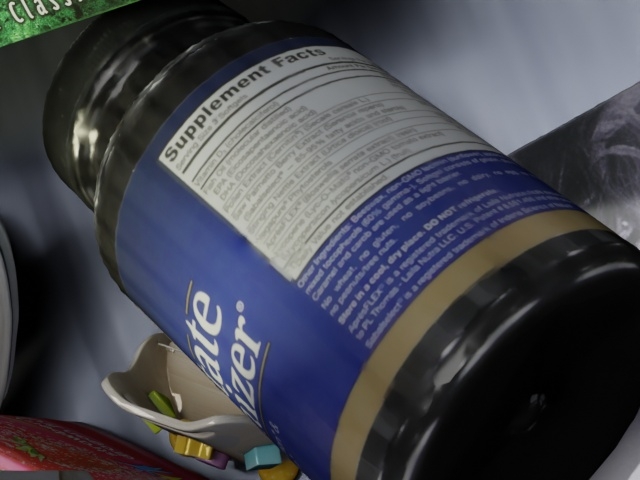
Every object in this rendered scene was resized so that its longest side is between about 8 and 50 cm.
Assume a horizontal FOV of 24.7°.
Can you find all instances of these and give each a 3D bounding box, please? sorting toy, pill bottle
[{"bbox_3d":[-0.044,0.063,0.543,0.083,0.075,0.045,15,86,23],"label":"sorting toy"},{"bbox_3d":[0.000,0.000,0.503,0.219,0.123,0.123,40,96,36],"label":"pill bottle"}]

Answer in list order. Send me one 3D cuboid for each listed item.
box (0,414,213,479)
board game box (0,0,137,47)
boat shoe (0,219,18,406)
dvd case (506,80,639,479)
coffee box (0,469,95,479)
[{"bbox_3d":[-0.035,0.156,0.495,0.257,0.128,0.122,20,88,24],"label":"box"},{"bbox_3d":[-0.103,-0.117,0.578,0.259,0.136,0.030,-15,116,18],"label":"board game box"},{"bbox_3d":[-0.167,0.090,0.565,0.076,0.083,0.226,-132,57,-63],"label":"boat shoe"},{"bbox_3d":[0.153,0.042,0.501,0.164,0.018,0.221,-29,71,14],"label":"dvd case"},{"bbox_3d":[-0.046,0.175,0.349,0.098,0.141,0.246,-48,68,9],"label":"coffee box"}]
